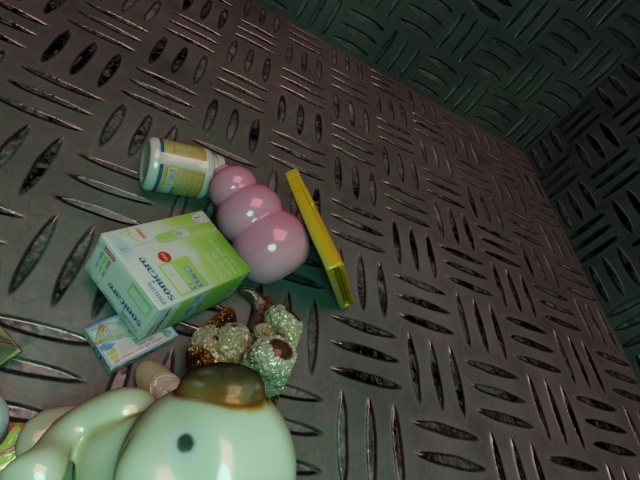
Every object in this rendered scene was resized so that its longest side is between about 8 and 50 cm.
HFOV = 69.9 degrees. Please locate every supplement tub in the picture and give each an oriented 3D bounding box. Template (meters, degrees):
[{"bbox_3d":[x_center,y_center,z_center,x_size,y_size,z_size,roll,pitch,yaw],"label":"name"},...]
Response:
[{"bbox_3d":[-0.375,-0.192,1.246,0.200,0.144,0.144,8,49,-32],"label":"supplement tub"}]

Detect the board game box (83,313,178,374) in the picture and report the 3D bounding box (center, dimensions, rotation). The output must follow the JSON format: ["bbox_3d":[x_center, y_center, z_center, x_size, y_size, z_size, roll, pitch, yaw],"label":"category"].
[{"bbox_3d":[-0.394,0.197,0.959,0.103,0.026,0.154,50,41,14],"label":"board game box"}]

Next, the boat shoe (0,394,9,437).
[{"bbox_3d":[-0.599,0.202,0.605,0.336,0.119,0.121,21,69,-1],"label":"boat shoe"}]

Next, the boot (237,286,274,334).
[{"bbox_3d":[-0.170,0.179,1.142,0.107,0.037,0.114,24,46,-13],"label":"boot"}]

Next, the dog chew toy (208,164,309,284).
[{"bbox_3d":[-0.174,-0.052,1.193,0.207,0.207,0.331,-29,85,-48],"label":"dog chew toy"}]

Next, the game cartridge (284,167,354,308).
[{"bbox_3d":[0.000,0.000,1.274,0.053,0.285,0.323,-22,61,-2],"label":"game cartridge"}]

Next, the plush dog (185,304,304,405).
[{"bbox_3d":[-0.175,0.249,0.993,0.226,0.210,0.262,20,13,-1],"label":"plush dog"}]

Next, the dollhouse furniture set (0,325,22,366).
[{"bbox_3d":[-0.632,0.191,0.739,0.129,0.129,0.184,45,70,8],"label":"dollhouse furniture set"}]

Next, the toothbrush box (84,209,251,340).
[{"bbox_3d":[-0.330,0.065,1.029,0.206,0.122,0.283,49,33,12],"label":"toothbrush box"}]

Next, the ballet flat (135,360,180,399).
[{"bbox_3d":[-0.275,0.326,0.885,0.086,0.086,0.248,-19,66,-46],"label":"ballet flat"}]

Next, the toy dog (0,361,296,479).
[{"bbox_3d":[-0.190,0.323,0.606,0.396,0.408,0.284,5,63,-36],"label":"toy dog"}]

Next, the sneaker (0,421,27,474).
[{"bbox_3d":[-0.464,0.325,0.745,0.094,0.081,0.209,49,41,15],"label":"sneaker"}]
